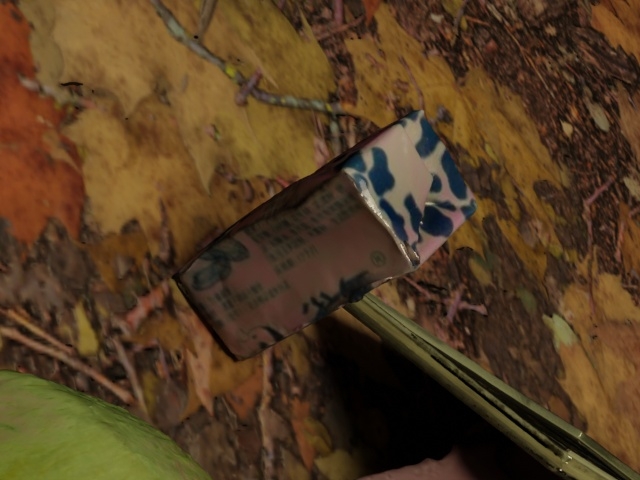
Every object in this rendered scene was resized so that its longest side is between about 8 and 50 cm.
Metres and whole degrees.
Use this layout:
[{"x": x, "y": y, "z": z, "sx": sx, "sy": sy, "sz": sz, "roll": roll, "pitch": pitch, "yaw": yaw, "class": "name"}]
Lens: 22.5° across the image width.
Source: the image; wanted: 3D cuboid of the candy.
[{"x": 0.000, "y": 0.000, "z": 0.898, "sx": 0.073, "sy": 0.160, "sz": 0.092, "roll": 53, "pitch": 41, "yaw": -7, "class": "candy"}]

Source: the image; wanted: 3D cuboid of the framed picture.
[{"x": 0.156, "y": 0.127, "z": 1.001, "sx": 0.296, "sy": 0.019, "sz": 0.232, "roll": 33, "pitch": 3, "yaw": -42, "class": "framed picture"}]

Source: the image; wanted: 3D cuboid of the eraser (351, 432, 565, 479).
[{"x": 0.150, "y": 0.262, "z": 0.797, "sx": 0.359, "sy": 0.122, "sz": 0.272, "roll": 38, "pitch": 23, "yaw": 27, "class": "eraser"}]

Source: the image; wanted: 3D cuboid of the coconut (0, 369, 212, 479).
[{"x": -0.129, "y": 0.169, "z": 0.572, "sx": 0.204, "sy": 0.236, "sz": 0.236, "roll": 33, "pitch": 20, "yaw": 30, "class": "coconut"}]
